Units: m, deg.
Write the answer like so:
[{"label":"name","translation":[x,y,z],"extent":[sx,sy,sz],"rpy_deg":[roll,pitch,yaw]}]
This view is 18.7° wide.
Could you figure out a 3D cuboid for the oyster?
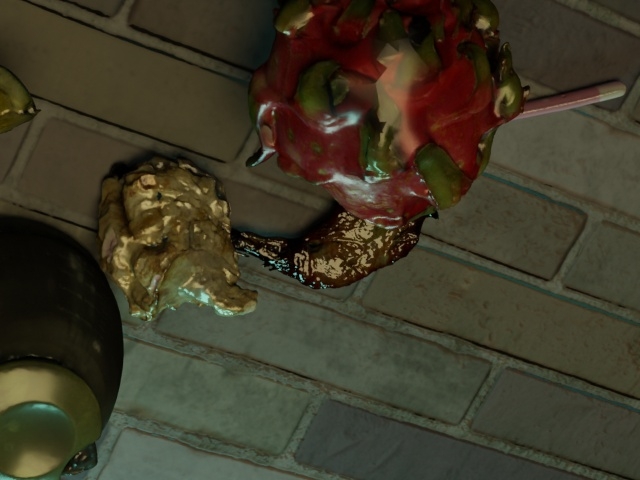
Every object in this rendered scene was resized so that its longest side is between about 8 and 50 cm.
[{"label":"oyster","translation":[-0.137,0.008,1.923],"extent":[0.191,0.081,0.163],"rpy_deg":[27,96,-17]}]

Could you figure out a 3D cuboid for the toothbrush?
[{"label":"toothbrush","translation":[0.181,-0.127,2.007],"extent":[0.286,0.020,0.025],"rpy_deg":[-13,128,-10]}]

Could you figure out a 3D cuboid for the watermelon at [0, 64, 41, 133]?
[{"label":"watermelon","translation":[-0.403,-0.095,1.779],"extent":[0.301,0.129,0.123],"rpy_deg":[-17,118,-2]}]

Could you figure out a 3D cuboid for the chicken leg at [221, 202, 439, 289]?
[{"label":"chicken leg","translation":[0.000,0.000,2.002],"extent":[0.253,0.051,0.106],"rpy_deg":[-13,114,-9]}]

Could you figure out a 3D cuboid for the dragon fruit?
[{"label":"dragon fruit","translation":[0.063,-0.141,1.842],"extent":[0.237,0.231,0.302],"rpy_deg":[-52,134,-27]}]

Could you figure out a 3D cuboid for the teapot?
[{"label":"teapot","translation":[-0.313,0.096,1.845],"extent":[0.239,0.239,0.321],"rpy_deg":[-27,120,-3]}]
